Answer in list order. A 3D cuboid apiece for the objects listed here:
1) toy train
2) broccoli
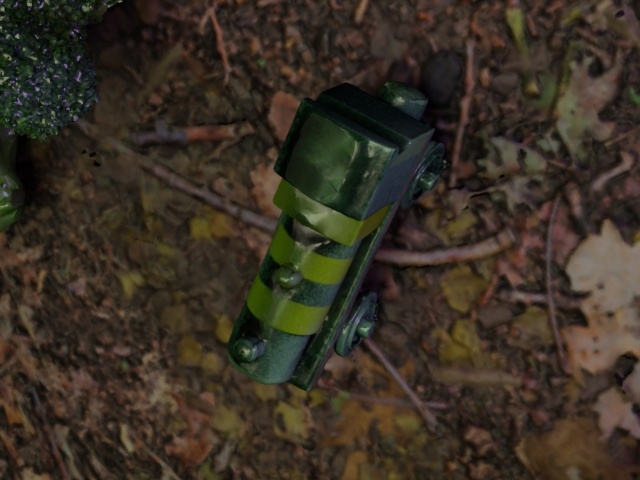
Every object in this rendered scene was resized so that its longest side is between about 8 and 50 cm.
[{"bbox_3d":[0.001,0.000,0.924,0.083,0.132,0.200,28,113,16],"label":"toy train"},{"bbox_3d":[-0.241,-0.104,0.966,0.254,0.269,0.269,21,113,23],"label":"broccoli"}]
